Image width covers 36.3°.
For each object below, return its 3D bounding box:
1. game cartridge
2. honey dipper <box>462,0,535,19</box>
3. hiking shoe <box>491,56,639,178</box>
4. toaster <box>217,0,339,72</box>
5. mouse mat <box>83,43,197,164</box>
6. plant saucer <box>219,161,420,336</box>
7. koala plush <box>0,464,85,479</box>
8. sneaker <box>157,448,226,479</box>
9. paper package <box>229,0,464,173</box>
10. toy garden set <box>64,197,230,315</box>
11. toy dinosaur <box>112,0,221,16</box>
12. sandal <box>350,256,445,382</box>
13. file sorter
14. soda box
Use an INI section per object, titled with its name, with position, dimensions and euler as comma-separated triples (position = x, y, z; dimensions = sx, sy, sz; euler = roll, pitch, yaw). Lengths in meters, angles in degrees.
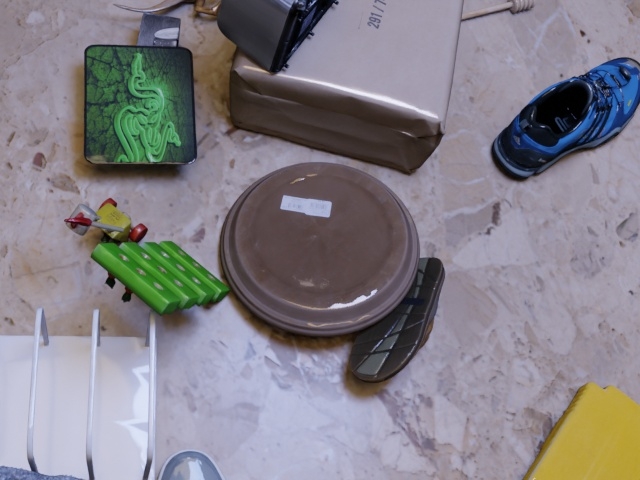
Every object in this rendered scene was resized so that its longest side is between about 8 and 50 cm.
[game cartridge]
position = 0.394, 0.383, 1.283
dimensions = 0.285, 0.052, 0.323
euler = 38, 63, 6
[honey dipper]
position = 0.273, -0.377, 1.591
dimensions = 0.161, 0.030, 0.030
euler = -16, 71, -14
[hiking shoe]
position = 0.403, -0.200, 1.483
dimensions = 0.304, 0.132, 0.113
euler = -35, 78, -23
[toaster]
position = -0.038, -0.331, 1.241
dimensions = 0.110, 0.185, 0.168
euler = 33, 67, 1
[mouse mat]
position = -0.251, -0.191, 1.356
dimensions = 0.153, 0.007, 0.189
euler = -1, 69, -12
[plant saucer]
position = 0.000, 0.000, 1.341
dimensions = 0.278, 0.041, 0.277
euler = 1, 59, -2
[koala plush]
position = -0.337, 0.373, 1.061
dimensions = 0.203, 0.196, 0.221
euler = 17, 60, -37
[sneaker]
position = -0.132, 0.371, 1.104
dimensions = 0.124, 0.178, 0.295
euler = -7, 69, -14
[paper package]
position = 0.042, -0.301, 1.434
dimensions = 0.310, 0.168, 0.324
euler = 14, 66, -6
[toy garden set]
position = -0.237, 0.024, 1.221
dimensions = 0.204, 0.244, 0.049
euler = 39, 97, 9
[toy dinosaur]
position = -0.204, -0.378, 1.485
dimensions = 0.112, 0.064, 0.211
euler = 22, 54, 18
[sandal]
position = 0.115, 0.113, 1.332
dimensions = 0.090, 0.060, 0.219
euler = 3, 45, 29
[file sorter]
position = -0.332, 0.184, 1.148
dimensions = 0.278, 0.173, 0.192
euler = 1, 67, -10
[soda box]
position = -0.243, -0.245, 1.413
dimensions = 0.060, 0.053, 0.168
euler = 9, 66, -8
